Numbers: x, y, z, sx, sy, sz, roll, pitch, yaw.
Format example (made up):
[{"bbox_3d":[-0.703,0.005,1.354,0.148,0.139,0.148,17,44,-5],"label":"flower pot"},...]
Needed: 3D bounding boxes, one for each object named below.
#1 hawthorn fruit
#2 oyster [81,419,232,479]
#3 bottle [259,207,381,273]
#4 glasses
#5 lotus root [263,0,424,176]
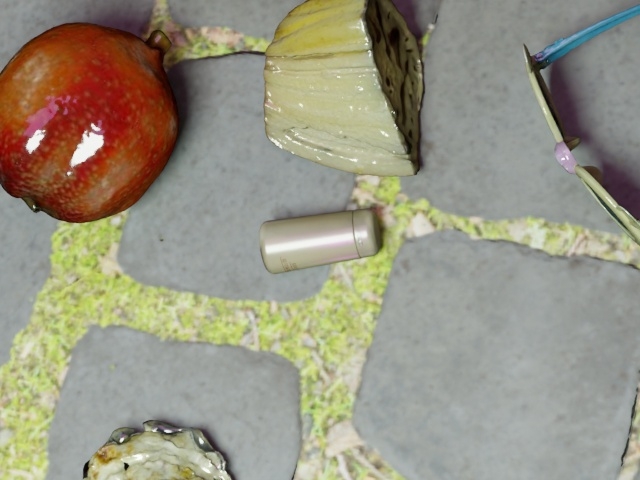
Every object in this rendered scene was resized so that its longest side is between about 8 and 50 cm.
[{"bbox_3d":[-0.201,-0.109,1.476,0.169,0.169,0.188,31,84,21],"label":"hawthorn fruit"},{"bbox_3d":[-0.117,0.222,1.392,0.191,0.081,0.163,5,70,13],"label":"oyster"},{"bbox_3d":[0.000,0.000,1.447,0.096,0.045,0.045,-8,71,11],"label":"bottle"},{"bbox_3d":[0.284,-0.102,1.409,0.221,0.088,0.189,-23,66,-14],"label":"glasses"},{"bbox_3d":[0.023,-0.140,1.468,0.135,0.095,0.159,5,114,22],"label":"lotus root"}]
